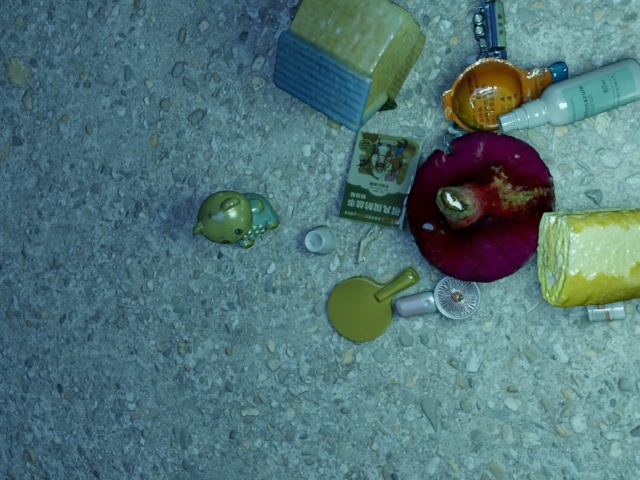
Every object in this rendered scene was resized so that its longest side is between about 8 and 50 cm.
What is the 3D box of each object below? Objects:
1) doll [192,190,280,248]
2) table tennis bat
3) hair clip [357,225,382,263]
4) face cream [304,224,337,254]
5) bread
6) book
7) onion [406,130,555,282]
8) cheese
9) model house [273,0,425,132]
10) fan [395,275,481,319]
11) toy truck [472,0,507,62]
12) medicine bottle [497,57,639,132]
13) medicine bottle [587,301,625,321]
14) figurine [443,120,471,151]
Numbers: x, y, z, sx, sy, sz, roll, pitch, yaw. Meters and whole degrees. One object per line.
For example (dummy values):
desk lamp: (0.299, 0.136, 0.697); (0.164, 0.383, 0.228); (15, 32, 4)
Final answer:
doll: (-0.261, -0.070, 2.066); (0.177, 0.260, 0.162); (-34, 78, 23)
table tennis bat: (0.158, 0.179, 2.014); (0.320, 0.050, 0.199); (-36, 83, 25)
hair clip: (0.162, -0.028, 2.007); (0.072, 0.034, 0.226); (45, 111, 19)
face cream: (0.000, 0.000, 2.045); (0.091, 0.095, 0.091); (1, 93, 23)
bread: (0.719, 0.037, 1.621); (0.375, 0.165, 0.237); (-6, 100, -11)
book: (0.175, -0.175, 1.968); (0.201, 0.027, 0.264); (12, 87, 22)
onion: (0.396, -0.084, 1.694); (0.397, 0.420, 0.399); (0, 92, 15)
cheese: (0.483, -0.382, 1.768); (0.329, 0.129, 0.217); (-12, 121, 4)
model house: (0.072, -0.486, 1.828); (0.334, 0.382, 0.343); (33, 104, 19)
fan: (0.331, 0.169, 1.909); (0.244, 0.074, 0.130); (-15, 90, 16)
toy truck: (0.460, -0.552, 1.825); (0.088, 0.074, 0.202); (-5, 91, 15)
medicine bottle: (0.618, -0.346, 1.690); (0.351, 0.110, 0.110); (-19, 85, 6)
medicine bottle: (0.739, 0.180, 1.753); (0.089, 0.057, 0.057); (-8, 90, 23)
figurine: (0.387, -0.293, 1.863); (0.086, 0.094, 0.082); (-28, 45, 49)
